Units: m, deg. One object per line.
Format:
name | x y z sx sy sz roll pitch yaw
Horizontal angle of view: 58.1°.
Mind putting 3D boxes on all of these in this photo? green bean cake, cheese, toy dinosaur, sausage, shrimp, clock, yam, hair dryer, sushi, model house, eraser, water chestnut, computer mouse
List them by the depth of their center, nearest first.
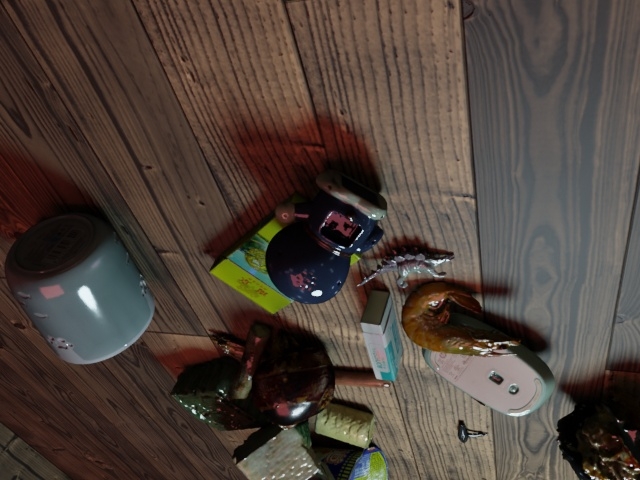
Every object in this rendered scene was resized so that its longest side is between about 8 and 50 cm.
clock | 0.000 0.000 1.036 0.199 0.147 0.243 29 108 -16
toy dinosaur | 0.164 0.053 1.152 0.208 0.039 0.082 -19 124 23
shrimp | 0.283 0.171 1.179 0.248 0.068 0.150 16 106 20
sushi | 0.665 0.447 1.261 0.238 0.225 0.219 38 132 5
computer mouse | 0.368 0.268 1.261 0.288 0.097 0.160 32 115 8
eraser | 0.142 0.218 1.302 0.052 0.096 0.225 5 138 22
water chestnut | -0.072 0.350 1.470 0.223 0.238 0.224 -17 166 -4
sausage | 0.096 0.367 1.525 0.186 0.043 0.043 -2 135 22
yam | -0.187 0.328 1.526 0.061 0.061 0.253 20 121 -1
shrimp | -0.220 0.309 1.582 0.184 0.043 0.091 33 141 -16
hair dryer | 0.421 0.528 1.592 0.083 0.031 0.079 -7 125 9
model house | -0.087 0.655 1.637 0.284 0.243 0.298 58 173 4
cheese | 0.071 0.535 1.681 0.167 0.094 0.123 13 149 14
green bean cake | -0.295 0.474 1.732 0.254 0.132 0.241 -18 130 35

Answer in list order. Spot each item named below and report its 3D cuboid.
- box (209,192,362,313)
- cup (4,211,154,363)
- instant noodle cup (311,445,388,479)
box | -0.082 0.041 1.233 0.187 0.047 0.335 36 137 -19
cup | -0.585 0.075 1.348 0.356 0.259 0.275 33 148 34
instant noodle cup | 0.020 0.785 1.863 0.312 0.284 0.284 0 136 34
